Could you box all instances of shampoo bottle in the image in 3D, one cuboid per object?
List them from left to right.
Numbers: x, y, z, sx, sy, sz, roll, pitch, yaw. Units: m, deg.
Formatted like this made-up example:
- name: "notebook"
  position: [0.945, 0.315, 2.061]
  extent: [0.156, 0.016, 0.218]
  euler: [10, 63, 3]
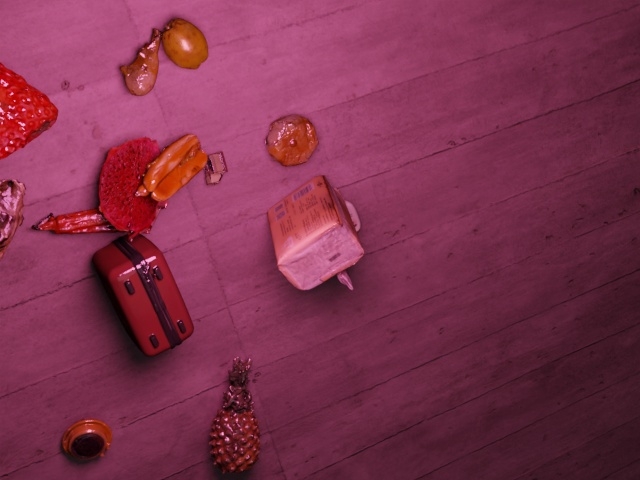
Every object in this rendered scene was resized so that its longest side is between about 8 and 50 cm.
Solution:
- name: "shampoo bottle"
  position: [0.071, -0.092, 2.065]
  extent: [0.077, 0.045, 0.152]
  euler: [-24, 116, -10]

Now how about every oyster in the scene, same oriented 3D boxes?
- name: "oyster"
  position: [-0.856, -0.033, 1.698]
  extent: [0.166, 0.094, 0.294]
  euler: [30, 91, -20]

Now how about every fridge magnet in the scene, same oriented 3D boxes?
- name: "fridge magnet"
  position: [-0.695, 0.597, 2.019]
  extent: [0.143, 0.063, 0.143]
  euler: [-9, 117, -18]

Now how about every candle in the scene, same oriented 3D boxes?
- name: "candle"
  position: [-0.608, -0.048, 1.803]
  extent: [0.301, 0.059, 0.084]
  euler: [-8, 97, -20]

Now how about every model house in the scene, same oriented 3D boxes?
- name: "model house"
  position: [-0.290, -0.200, 1.879]
  extent: [0.058, 0.057, 0.083]
  euler: [-22, 99, -41]

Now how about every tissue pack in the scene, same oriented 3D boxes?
- name: "tissue pack"
  position: [0.000, 0.000, 1.902]
  extent: [0.238, 0.305, 0.239]
  euler: [-4, 120, -8]

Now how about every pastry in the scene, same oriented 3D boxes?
- name: "pastry"
  position: [-0.081, -0.281, 1.910]
  extent: [0.153, 0.081, 0.153]
  euler: [-14, 120, -26]

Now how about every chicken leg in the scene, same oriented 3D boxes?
- name: "chicken leg"
  position: [-0.446, -0.452, 1.709]
  extent: [0.093, 0.070, 0.178]
  euler: [24, 93, -22]

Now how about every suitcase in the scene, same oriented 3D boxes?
- name: "suitcase"
  position: [-0.481, 0.144, 1.833]
  extent: [0.161, 0.236, 0.297]
  euler: [-29, 119, -22]

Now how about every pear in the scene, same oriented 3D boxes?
- name: "pear"
  position: [-0.344, -0.495, 1.710]
  extent: [0.107, 0.107, 0.131]
  euler: [-47, 120, 1]

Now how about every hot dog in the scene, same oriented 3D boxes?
- name: "hot dog"
  position: [-0.382, -0.187, 1.751]
  extent: [0.269, 0.072, 0.109]
  euler: [-52, 130, -45]

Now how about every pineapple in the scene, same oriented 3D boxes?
- name: "pineapple"
  position: [-0.266, 0.547, 2.132]
  extent: [0.175, 0.175, 0.361]
  euler: [0, 97, -22]

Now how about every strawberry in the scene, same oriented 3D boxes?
- name: "strawberry"
  position: [-0.790, -0.282, 1.524]
  extent: [0.292, 0.292, 0.310]
  euler: [-49, 136, 2]

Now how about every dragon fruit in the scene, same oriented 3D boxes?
- name: "dragon fruit"
  position: [-0.489, -0.130, 1.777]
  extent: [0.126, 0.161, 0.274]
  euler: [7, 85, 20]
